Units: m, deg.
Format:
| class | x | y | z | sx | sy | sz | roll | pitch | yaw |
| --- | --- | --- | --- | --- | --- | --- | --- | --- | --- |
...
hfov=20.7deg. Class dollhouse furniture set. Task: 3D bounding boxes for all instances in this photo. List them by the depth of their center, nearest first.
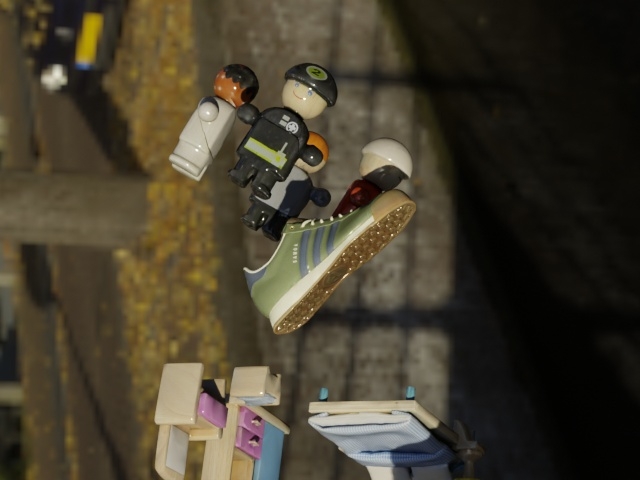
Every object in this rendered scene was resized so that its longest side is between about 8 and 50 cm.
| class | x | y | z | sx | sy | sz | roll | pitch | yaw |
| --- | --- | --- | --- | --- | --- | --- | --- | --- | --- |
| dollhouse furniture set | 0.007 | 0.269 | 1.956 | 0.286 | 0.303 | 0.198 | 44 | -133 | -59 |

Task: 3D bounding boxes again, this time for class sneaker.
| class | x | y | z | sx | sy | sz | roll | pitch | yaw |
| --- | --- | --- | --- | --- | --- | --- | --- | --- | --- |
| sneaker | 0.000 | 0.000 | 1.759 | 0.192 | 0.064 | 0.086 | -44 | 64 | 9 |

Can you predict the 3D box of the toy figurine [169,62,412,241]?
| class | x | y | z | sx | sy | sz | roll | pitch | yaw |
| --- | --- | --- | --- | --- | --- | --- | --- | --- | --- |
| toy figurine | -0.032 | -0.092 | 1.872 | 0.209 | 0.213 | 0.148 | 16 | 72 | 54 |
